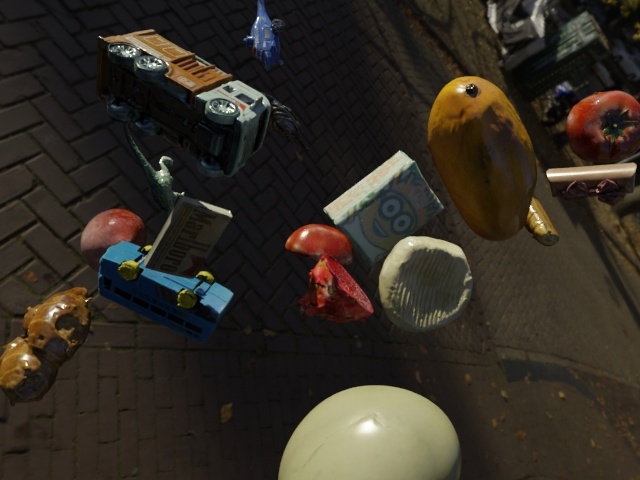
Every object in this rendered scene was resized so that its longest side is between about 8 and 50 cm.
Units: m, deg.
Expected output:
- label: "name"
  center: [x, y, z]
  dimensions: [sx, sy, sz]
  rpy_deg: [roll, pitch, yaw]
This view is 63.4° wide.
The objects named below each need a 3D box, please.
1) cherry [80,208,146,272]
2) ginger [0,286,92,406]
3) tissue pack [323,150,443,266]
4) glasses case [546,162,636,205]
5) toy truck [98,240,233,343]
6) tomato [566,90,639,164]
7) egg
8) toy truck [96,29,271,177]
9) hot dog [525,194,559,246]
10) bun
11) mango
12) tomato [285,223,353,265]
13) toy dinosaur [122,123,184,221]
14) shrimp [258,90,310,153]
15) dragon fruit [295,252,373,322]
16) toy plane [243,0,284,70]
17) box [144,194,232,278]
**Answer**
- label: "cherry"
  center: [-0.705, -0.002, 1.751]
  dimensions: [0.206, 0.239, 0.239]
  rpy_deg: [32, 40, 3]
- label: "ginger"
  center: [-0.802, 0.290, 1.516]
  dimensions: [0.152, 0.274, 0.357]
  rpy_deg: [40, 70, -31]
- label: "tissue pack"
  center: [0.203, -0.096, 1.636]
  dimensions: [0.228, 0.311, 0.128]
  rpy_deg: [50, 4, -35]
- label: "glasses case"
  center: [0.664, -0.124, 1.275]
  dimensions: [0.070, 0.194, 0.102]
  rpy_deg: [-56, 136, -44]
- label: "toy truck"
  center: [-0.460, 0.147, 1.526]
  dimensions: [0.385, 0.162, 0.161]
  rpy_deg: [26, 24, -1]
- label: "tomato"
  center: [0.839, -0.331, 1.505]
  dimensions: [0.224, 0.225, 0.085]
  rpy_deg: [62, 13, 3]
- label: "egg"
  center: [0.064, 0.319, 0.726]
  dimensions: [0.219, 0.269, 0.219]
  rpy_deg: [54, 3, -4]
- label: "toy truck"
  center: [-0.234, -0.249, 0.916]
  dimensions: [0.305, 0.136, 0.162]
  rpy_deg: [32, 43, 10]
- label: "hot dog"
  center: [0.431, -0.070, 1.080]
  dimensions: [0.066, 0.047, 0.215]
  rpy_deg: [35, 32, -35]
- label: "bun"
  center: [0.234, 0.099, 1.197]
  dimensions: [0.231, 0.231, 0.133]
  rpy_deg: [53, -5, -8]
- label: "mango"
  center: [0.276, -0.116, 0.863]
  dimensions: [0.359, 0.144, 0.187]
  rpy_deg: [57, 10, -41]
- label: "tomato"
  center: [0.002, 0.003, 1.361]
  dimensions: [0.166, 0.082, 0.174]
  rpy_deg: [28, 18, 28]
- label: "toy dinosaur"
  center: [-0.432, -0.190, 1.370]
  dimensions: [0.129, 0.076, 0.382]
  rpy_deg: [-76, 143, -66]
- label: "shrimp"
  center: [-0.105, -0.338, 1.490]
  dimensions: [0.233, 0.090, 0.079]
  rpy_deg: [46, 39, -12]
- label: "dragon fruit"
  center: [0.018, 0.112, 0.985]
  dimensions: [0.153, 0.111, 0.153]
  rpy_deg: [49, 12, -14]
- label: "toy plane"
  center: [-0.094, -0.347, 0.824]
  dimensions: [0.062, 0.054, 0.167]
  rpy_deg: [-3, 79, -17]
- label: "box"
  center: [-0.276, -0.005, 1.078]
  dimensions: [0.115, 0.177, 0.036]
  rpy_deg: [20, 26, -39]
